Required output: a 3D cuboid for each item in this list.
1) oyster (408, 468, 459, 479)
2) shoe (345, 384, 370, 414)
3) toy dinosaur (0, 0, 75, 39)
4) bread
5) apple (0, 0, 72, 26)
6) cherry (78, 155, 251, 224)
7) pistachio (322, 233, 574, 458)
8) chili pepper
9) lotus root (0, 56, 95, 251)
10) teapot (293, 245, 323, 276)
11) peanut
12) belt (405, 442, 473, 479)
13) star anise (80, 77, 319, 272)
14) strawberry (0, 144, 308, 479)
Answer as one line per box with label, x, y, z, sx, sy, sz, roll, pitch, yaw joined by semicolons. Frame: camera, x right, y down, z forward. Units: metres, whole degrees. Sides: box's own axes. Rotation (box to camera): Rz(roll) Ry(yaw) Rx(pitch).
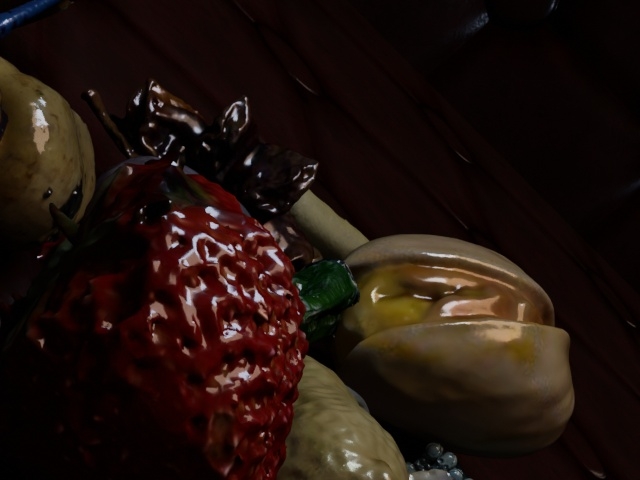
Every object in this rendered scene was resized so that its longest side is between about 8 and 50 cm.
oyster;0.148;0.374;1.627;0.396;0.111;0.204;53;32;14
shoe;-0.013;0.156;1.666;0.103;0.100;0.251;32;25;-48
toy dinosaur;-0.308;-0.146;1.536;0.076;0.144;0.329;55;27;5
bread;-0.016;-0.001;2.030;0.178;0.139;0.060;41;61;-36
apple;-0.272;-0.373;1.712;0.374;0.384;0.374;11;73;-37
cherry;-0.128;0.020;1.599;0.176;0.140;0.176;26;51;-37
pistachio;0.135;0.117;1.965;0.309;0.230;0.230;19;30;-36
chili pepper;-0.029;0.068;1.632;0.059;0.088;0.227;36;14;8
lotus root;-0.243;-0.059;1.456;0.154;0.140;0.257;39;1;15
teapot;-0.017;0.038;1.979;0.110;0.080;0.085;-4;32;-40
peanut;-0.017;0.178;1.456;0.147;0.147;0.319;44;-1;-20
belt;0.152;0.289;1.897;0.179;0.065;0.100;55;5;23
star anise;-0.109;-0.036;1.734;0.126;0.220;0.190;-64;152;-45
strawberry;-0.104;0.093;1.298;0.258;0.261;0.261;38;16;-12
